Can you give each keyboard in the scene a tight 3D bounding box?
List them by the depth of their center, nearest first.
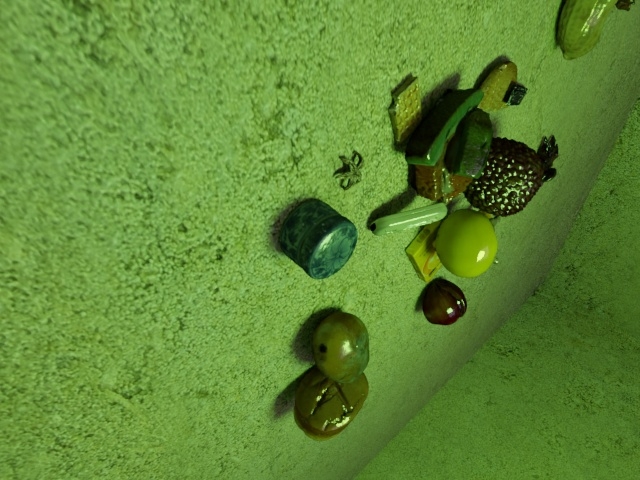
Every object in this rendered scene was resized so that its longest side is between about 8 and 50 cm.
[{"bbox_3d":[0.590,-0.433,1.233,0.196,0.018,0.060,-25,140,-52],"label":"keyboard"}]

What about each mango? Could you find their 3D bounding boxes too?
[{"bbox_3d":[0.072,0.320,1.215,0.192,0.146,0.316,-67,151,-18],"label":"mango"}]

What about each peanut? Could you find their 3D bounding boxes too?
[{"bbox_3d":[0.763,-0.660,1.166,0.147,0.147,0.305,-34,145,-26],"label":"peanut"}]

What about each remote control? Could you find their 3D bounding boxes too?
[{"bbox_3d":[0.239,-0.055,1.105,0.222,0.042,0.078,-15,165,-14],"label":"remote control"}]

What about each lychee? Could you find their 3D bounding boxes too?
[{"bbox_3d":[0.530,-0.195,1.233,0.272,0.236,0.235,23,104,-24],"label":"lychee"}]

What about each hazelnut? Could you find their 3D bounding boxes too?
[{"bbox_3d":[0.491,0.243,1.647,0.204,0.178,0.177,-31,141,-36],"label":"hazelnut"}]

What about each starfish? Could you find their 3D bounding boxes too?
[{"bbox_3d":[0.066,-0.152,0.900,0.078,0.028,0.091,-46,141,-5],"label":"starfish"}]

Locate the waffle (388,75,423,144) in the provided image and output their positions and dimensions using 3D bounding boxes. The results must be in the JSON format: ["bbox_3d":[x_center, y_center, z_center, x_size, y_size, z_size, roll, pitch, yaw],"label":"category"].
[{"bbox_3d":[0.193,-0.290,0.928,0.092,0.021,0.135,-46,145,-10],"label":"waffle"}]

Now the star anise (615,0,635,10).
[{"bbox_3d":[0.908,-0.803,1.230,0.196,0.111,0.212,-30,133,-38],"label":"star anise"}]

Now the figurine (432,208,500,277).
[{"bbox_3d":[0.494,-0.008,1.346,0.344,0.187,0.214,-23,103,-55],"label":"figurine"}]

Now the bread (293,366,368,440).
[{"bbox_3d":[0.033,0.490,1.292,0.270,0.195,0.142,-29,145,-45],"label":"bread"}]

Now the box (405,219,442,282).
[{"bbox_3d":[0.380,0.041,1.426,0.152,0.043,0.269,-50,145,-4],"label":"box"}]

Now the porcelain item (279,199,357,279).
[{"bbox_3d":[0.000,0.000,0.882,0.147,0.114,0.147,-29,140,-28],"label":"porcelain item"}]

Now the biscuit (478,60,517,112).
[{"bbox_3d":[0.489,-0.423,1.143,0.224,0.033,0.144,-24,137,-42],"label":"biscuit"}]

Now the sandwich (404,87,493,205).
[{"bbox_3d":[0.335,-0.200,1.048,0.250,0.162,0.301,-45,148,-20],"label":"sandwich"}]

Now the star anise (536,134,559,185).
[{"bbox_3d":[0.942,-0.309,1.719,0.272,0.103,0.271,-30,137,-32],"label":"star anise"}]
